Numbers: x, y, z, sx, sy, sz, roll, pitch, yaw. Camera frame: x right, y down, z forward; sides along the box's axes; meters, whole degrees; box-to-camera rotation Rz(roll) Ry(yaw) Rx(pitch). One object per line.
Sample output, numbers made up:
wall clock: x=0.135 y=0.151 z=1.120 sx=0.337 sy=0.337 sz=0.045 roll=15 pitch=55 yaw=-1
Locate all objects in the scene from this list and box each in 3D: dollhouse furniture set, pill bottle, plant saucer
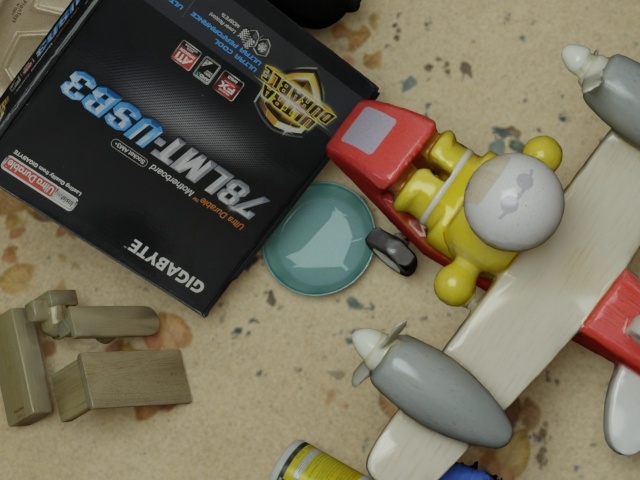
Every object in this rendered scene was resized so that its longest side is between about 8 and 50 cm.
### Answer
dollhouse furniture set: x=-0.239 y=0.125 z=1.786 sx=0.151 sy=0.123 sz=0.144 roll=-31 pitch=67 yaw=43
pill bottle: x=0.012 y=0.246 z=1.671 sx=0.116 sy=0.065 sz=0.065 roll=27 pitch=85 yaw=19
plant saucer: x=0.000 y=0.000 z=1.756 sx=0.119 sy=0.021 sz=0.119 roll=-3 pitch=76 yaw=13

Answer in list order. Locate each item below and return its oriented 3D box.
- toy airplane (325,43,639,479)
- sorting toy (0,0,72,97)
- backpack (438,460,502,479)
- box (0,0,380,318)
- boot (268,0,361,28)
toy airplane: x=0.201 y=0.015 z=1.558 sx=0.385 sy=0.272 sz=0.386 roll=-9 pitch=69 yaw=9
sorting toy: x=-0.225 y=-0.191 z=1.719 sx=0.208 sy=0.038 sz=0.193 roll=27 pitch=100 yaw=-4
backpack: x=0.136 y=0.252 z=1.609 sx=0.101 sy=0.120 sz=0.097 roll=3 pitch=77 yaw=15
box: x=-0.142 y=-0.118 z=1.682 sx=0.293 sy=0.295 sz=0.073 roll=-52 pitch=27 yaw=4
boot: x=-0.146 y=-0.207 z=1.787 sx=0.348 sy=0.131 sz=0.260 roll=17 pitch=79 yaw=22
